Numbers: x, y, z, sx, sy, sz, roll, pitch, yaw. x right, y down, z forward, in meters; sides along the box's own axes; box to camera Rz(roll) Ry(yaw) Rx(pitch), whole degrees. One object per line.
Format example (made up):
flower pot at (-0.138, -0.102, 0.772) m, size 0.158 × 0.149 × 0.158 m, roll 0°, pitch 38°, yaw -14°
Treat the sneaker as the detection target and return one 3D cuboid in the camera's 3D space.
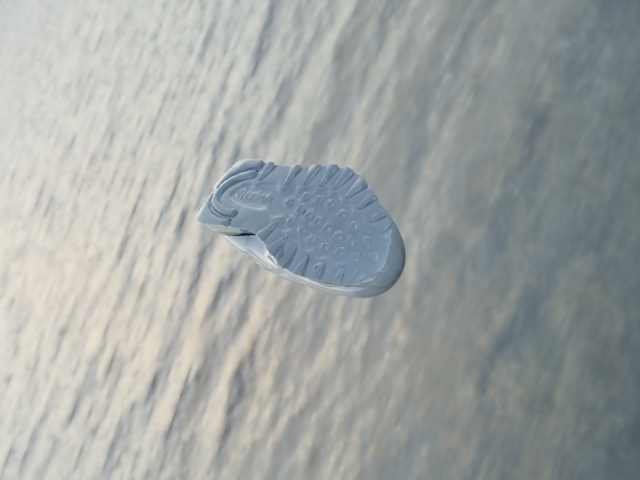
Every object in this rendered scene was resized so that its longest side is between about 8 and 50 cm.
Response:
sneaker at (0.000, 0.000, 0.935) m, size 0.090 × 0.095 × 0.235 m, roll -49°, pitch 33°, yaw -10°
